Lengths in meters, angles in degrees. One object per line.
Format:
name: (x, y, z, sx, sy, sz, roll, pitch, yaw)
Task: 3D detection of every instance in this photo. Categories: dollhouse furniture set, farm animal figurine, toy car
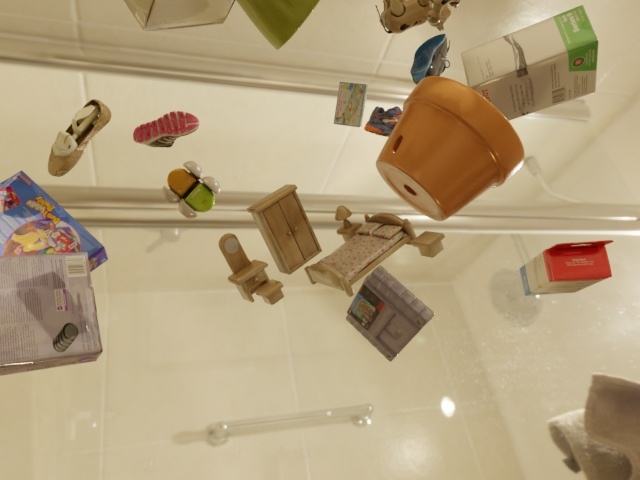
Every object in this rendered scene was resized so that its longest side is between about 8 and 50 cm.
dollhouse furniture set: (0.000, 0.000, 1.000, 0.355, 0.303, 0.174, 10, -50, 55)
farm animal figurine: (0.353, -0.777, 1.684, 0.330, 0.327, 0.172, -62, 136, -70)
toy car: (-0.428, -0.162, 1.703, 0.159, 0.182, 0.136, -49, 175, -6)

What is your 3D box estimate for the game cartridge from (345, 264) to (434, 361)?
game cartridge: (0.205, 0.245, 1.631, 0.230, 0.068, 0.355, 39, -32, 13)

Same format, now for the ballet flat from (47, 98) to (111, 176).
ballet flat: (-0.552, -0.238, 1.136, 0.067, 0.073, 0.206, 89, 24, -65)

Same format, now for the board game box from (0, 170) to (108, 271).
board game box: (-0.790, -0.004, 1.365, 0.347, 0.233, 0.078, 40, -31, 11)

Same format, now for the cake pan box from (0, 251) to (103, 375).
cake pan box: (-0.621, 0.146, 1.090, 0.070, 0.246, 0.267, -46, -124, 44)

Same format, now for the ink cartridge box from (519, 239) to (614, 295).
ink cartridge box: (0.577, 0.068, 1.189, 0.231, 0.134, 0.078, 82, 4, -73)

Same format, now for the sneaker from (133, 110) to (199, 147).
sneaker: (-0.375, -0.272, 1.261, 0.075, 0.170, 0.063, 27, 49, -77)

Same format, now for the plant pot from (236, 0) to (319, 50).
plant pot: (-0.163, -0.775, 1.505, 0.275, 0.293, 0.275, -44, -155, 26)

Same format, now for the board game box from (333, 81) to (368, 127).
board game box: (0.110, -0.496, 1.849, 0.026, 0.103, 0.154, -19, 120, -68)

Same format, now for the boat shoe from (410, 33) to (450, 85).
boat shoe: (0.331, -0.534, 1.541, 0.109, 0.089, 0.258, -3, -136, 42)

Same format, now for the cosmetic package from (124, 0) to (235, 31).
cosmetic package: (-0.267, -0.481, 0.766, 0.309, 0.160, 0.113, 58, -42, 6)

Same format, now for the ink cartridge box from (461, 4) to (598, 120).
ink cartridge box: (0.519, -0.421, 1.267, 0.211, 0.289, 0.121, 36, 42, -59)

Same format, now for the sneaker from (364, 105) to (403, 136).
sneaker: (0.216, -0.332, 1.419, 0.221, 0.083, 0.087, 20, -78, 39)

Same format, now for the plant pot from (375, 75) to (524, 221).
plant pot: (0.261, -0.180, 1.109, 0.203, 0.291, 0.291, -48, -158, -5)
